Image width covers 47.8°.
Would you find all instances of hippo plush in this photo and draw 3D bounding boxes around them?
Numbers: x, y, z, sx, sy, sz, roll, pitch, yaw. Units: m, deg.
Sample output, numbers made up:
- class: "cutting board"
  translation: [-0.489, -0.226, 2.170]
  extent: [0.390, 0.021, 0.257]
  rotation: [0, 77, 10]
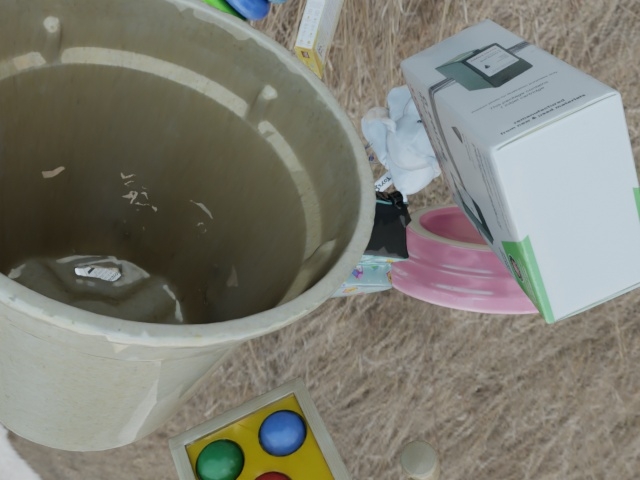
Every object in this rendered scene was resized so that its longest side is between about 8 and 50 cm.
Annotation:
- class: "hippo plush"
  translation: [0.172, -0.212, 1.439]
  extent: [0.234, 0.236, 0.294]
  rotation: [41, 90, 13]

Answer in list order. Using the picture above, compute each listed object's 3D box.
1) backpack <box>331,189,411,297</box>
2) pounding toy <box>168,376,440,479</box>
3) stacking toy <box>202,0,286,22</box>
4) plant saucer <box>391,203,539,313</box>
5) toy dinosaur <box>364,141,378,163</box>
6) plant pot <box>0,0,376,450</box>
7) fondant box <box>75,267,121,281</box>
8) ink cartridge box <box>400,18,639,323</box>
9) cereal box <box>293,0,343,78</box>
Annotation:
- class: "backpack"
  translation: [0.000, 0.000, 0.906]
  extent: [0.188, 0.165, 0.144]
  rotation: [8, 95, 45]
- class: "pounding toy"
  translation: [0.003, 0.208, 0.597]
  extent: [0.206, 0.181, 0.094]
  rotation: [-24, 139, -8]
- class: "stacking toy"
  translation: [-0.139, -0.296, 0.902]
  extent: [0.330, 0.141, 0.141]
  rotation: [-38, 114, 16]
- class: "plant saucer"
  translation: [0.256, 0.012, 1.120]
  extent: [0.332, 0.332, 0.084]
  rotation: [3, 109, 4]
- class: "toy dinosaur"
  translation: [0.080, -0.185, 1.507]
  extent: [0.090, 0.047, 0.082]
  rotation: [6, 153, 19]
- class: "plant pot"
  translation: [-0.168, 0.014, 0.595]
  extent: [0.333, 0.334, 0.305]
  rotation: [22, 135, -10]
- class: "fondant box"
  translation: [-0.393, -0.077, 0.896]
  extent: [0.238, 0.096, 0.330]
  rotation: [8, 131, 28]
- class: "ink cartridge box"
  translation: [0.206, -0.087, 0.761]
  extent: [0.121, 0.289, 0.211]
  rotation: [-25, 120, 3]
- class: "cereal box"
  translation: [0.005, -0.495, 1.575]
  extent: [0.047, 0.173, 0.240]
  rotation: [14, 84, 9]
